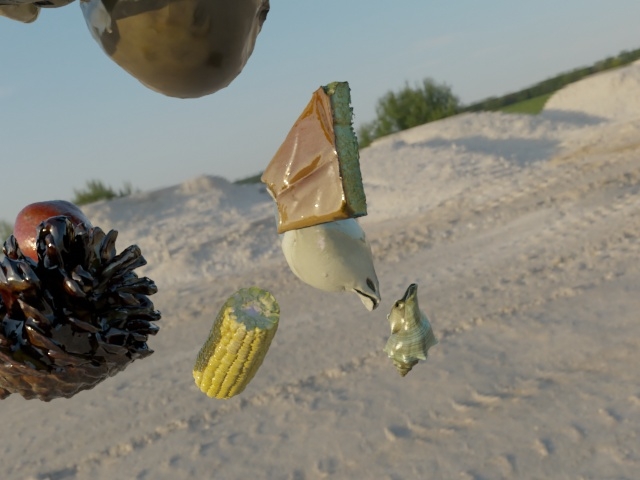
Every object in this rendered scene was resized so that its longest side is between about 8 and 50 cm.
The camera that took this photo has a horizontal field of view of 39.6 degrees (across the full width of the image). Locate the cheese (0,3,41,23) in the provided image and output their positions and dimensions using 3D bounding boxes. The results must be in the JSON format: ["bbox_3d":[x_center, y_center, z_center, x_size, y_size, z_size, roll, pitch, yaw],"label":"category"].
[{"bbox_3d":[-0.609,-0.492,1.636,0.235,0.117,0.218,25,8,-46],"label":"cheese"}]

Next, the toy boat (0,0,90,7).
[{"bbox_3d":[-0.436,-0.381,1.348,0.084,0.066,0.210,25,35,32],"label":"toy boat"}]

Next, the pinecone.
[{"bbox_3d":[-0.369,0.096,1.247,0.296,0.242,0.298,-29,-15,4],"label":"pinecone"}]

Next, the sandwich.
[{"bbox_3d":[-0.027,-0.145,1.612,0.212,0.245,0.063,-12,-6,41],"label":"sandwich"}]

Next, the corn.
[{"bbox_3d":[-0.122,0.154,1.299,0.093,0.093,0.244,-20,-22,-32],"label":"corn"}]

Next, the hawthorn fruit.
[{"bbox_3d":[-0.493,0.004,1.704,0.163,0.162,0.203,-20,29,-35],"label":"hawthorn fruit"}]

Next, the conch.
[{"bbox_3d":[0.209,0.208,2.050,0.114,0.234,0.137,7,5,-26],"label":"conch"}]

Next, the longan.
[{"bbox_3d":[-0.294,-0.516,1.905,0.404,0.404,0.436,-15,-21,17],"label":"longan"}]

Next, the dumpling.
[{"bbox_3d":[-0.003,-0.002,1.958,0.341,0.181,0.260,23,13,-22],"label":"dumpling"}]
